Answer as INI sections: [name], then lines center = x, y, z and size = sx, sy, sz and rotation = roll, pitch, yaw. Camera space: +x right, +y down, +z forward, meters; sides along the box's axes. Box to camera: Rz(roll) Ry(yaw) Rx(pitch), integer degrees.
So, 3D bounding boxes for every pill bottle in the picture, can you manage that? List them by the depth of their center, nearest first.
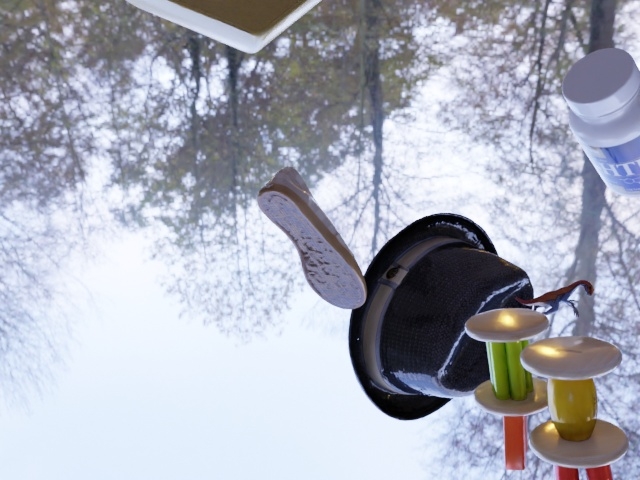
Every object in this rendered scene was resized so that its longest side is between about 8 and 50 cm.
[pill bottle]
center = 0.377, -0.146, 0.839
size = 0.112, 0.187, 0.112
rotation = -26, -136, 29

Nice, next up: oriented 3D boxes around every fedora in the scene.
[fedora]
center = 0.204, 0.122, 0.990
size = 0.334, 0.333, 0.153
rotation = -26, -160, -30

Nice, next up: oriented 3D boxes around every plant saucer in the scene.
[plant saucer]
center = -0.139, -0.425, 1.084
size = 0.333, 0.081, 0.333
rotation = 27, -127, 17

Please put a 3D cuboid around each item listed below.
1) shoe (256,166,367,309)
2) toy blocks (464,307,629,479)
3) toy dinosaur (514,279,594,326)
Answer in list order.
[shoe]
center = 0.000, 0.000, 0.857
size = 0.077, 0.219, 0.058
rotation = -16, -146, 29
[toy blocks]
center = 0.138, 0.127, 0.411
size = 0.054, 0.148, 0.123
rotation = -10, -170, -12
[toy dinosaur]
center = 0.329, 0.079, 0.918
size = 0.082, 0.090, 0.047
rotation = -51, -158, 5
